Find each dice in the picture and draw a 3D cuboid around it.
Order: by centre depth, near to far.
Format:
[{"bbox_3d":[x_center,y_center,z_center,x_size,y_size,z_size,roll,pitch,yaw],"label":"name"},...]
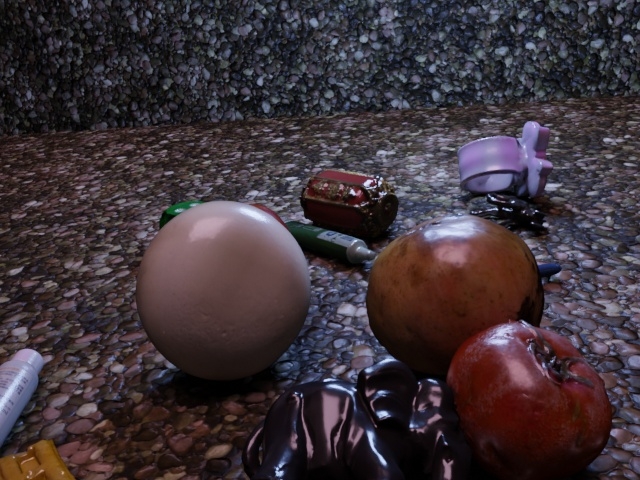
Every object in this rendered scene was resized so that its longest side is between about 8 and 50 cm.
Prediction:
[{"bbox_3d":[-0.341,-0.029,1.828,0.131,0.128,0.120,8,25,33],"label":"dice"}]

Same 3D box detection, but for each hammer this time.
[{"bbox_3d":[0.432,0.076,1.469,0.194,0.069,0.116,-9,21,-19],"label":"hammer"}]

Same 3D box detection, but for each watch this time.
[{"bbox_3d":[0.505,-0.206,1.935,0.218,0.210,0.248,-2,-13,-3],"label":"watch"}]

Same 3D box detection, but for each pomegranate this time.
[{"bbox_3d":[0.229,0.096,1.190,0.322,0.322,0.322,-5,23,2],"label":"pomegranate"}]

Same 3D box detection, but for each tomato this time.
[{"bbox_3d":[0.287,0.231,0.971,0.232,0.188,0.232,22,33,-15],"label":"tomato"}]

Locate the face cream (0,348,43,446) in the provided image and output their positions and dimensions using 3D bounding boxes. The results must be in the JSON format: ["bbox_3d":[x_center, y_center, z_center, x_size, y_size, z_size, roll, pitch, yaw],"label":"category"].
[{"bbox_3d":[-0.556,0.280,1.204,0.082,0.081,0.269,-5,22,2],"label":"face cream"}]

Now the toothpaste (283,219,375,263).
[{"bbox_3d":[0.000,0.000,1.765,0.099,0.061,0.392,-22,24,-33],"label":"toothpaste"}]

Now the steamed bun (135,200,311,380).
[{"bbox_3d":[-0.168,0.090,1.239,0.324,0.324,0.206,-15,4,-21],"label":"steamed bun"}]

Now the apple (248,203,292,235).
[{"bbox_3d":[-0.160,0.034,1.547,0.218,0.201,0.218,-8,29,5],"label":"apple"}]

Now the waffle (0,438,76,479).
[{"bbox_3d":[-0.456,0.392,0.947,0.248,0.055,0.221,-19,26,-30],"label":"waffle"}]

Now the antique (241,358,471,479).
[{"bbox_3d":[0.038,0.286,0.910,0.322,0.185,0.255,0,24,24],"label":"antique"}]

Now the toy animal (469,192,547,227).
[{"bbox_3d":[0.497,-0.071,1.808,0.148,0.084,0.232,7,14,-13],"label":"toy animal"}]

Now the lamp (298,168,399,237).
[{"bbox_3d":[0.076,-0.100,1.855,0.274,0.177,0.177,11,28,40],"label":"lamp"}]
